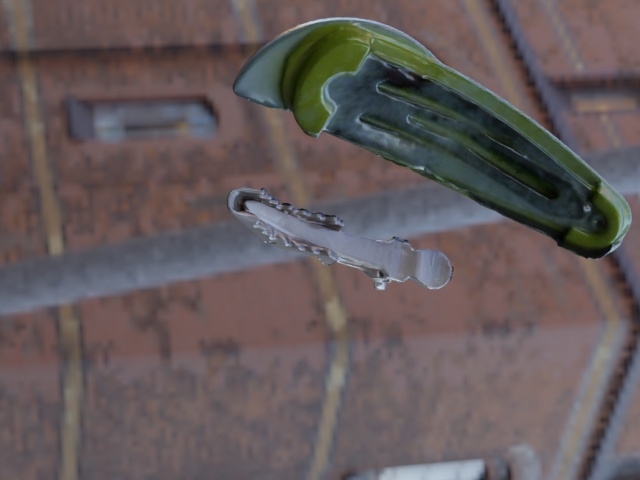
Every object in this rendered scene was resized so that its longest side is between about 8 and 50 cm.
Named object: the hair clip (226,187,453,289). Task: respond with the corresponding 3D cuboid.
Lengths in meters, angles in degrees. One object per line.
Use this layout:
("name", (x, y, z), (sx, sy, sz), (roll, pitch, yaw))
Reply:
("hair clip", (0.000, 0.000, 1.413), (0.072, 0.226, 0.034), (-7, -109, 47))

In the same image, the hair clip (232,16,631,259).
("hair clip", (0.057, -0.049, 0.820), (0.060, 0.188, 0.033), (-57, -170, 30))
